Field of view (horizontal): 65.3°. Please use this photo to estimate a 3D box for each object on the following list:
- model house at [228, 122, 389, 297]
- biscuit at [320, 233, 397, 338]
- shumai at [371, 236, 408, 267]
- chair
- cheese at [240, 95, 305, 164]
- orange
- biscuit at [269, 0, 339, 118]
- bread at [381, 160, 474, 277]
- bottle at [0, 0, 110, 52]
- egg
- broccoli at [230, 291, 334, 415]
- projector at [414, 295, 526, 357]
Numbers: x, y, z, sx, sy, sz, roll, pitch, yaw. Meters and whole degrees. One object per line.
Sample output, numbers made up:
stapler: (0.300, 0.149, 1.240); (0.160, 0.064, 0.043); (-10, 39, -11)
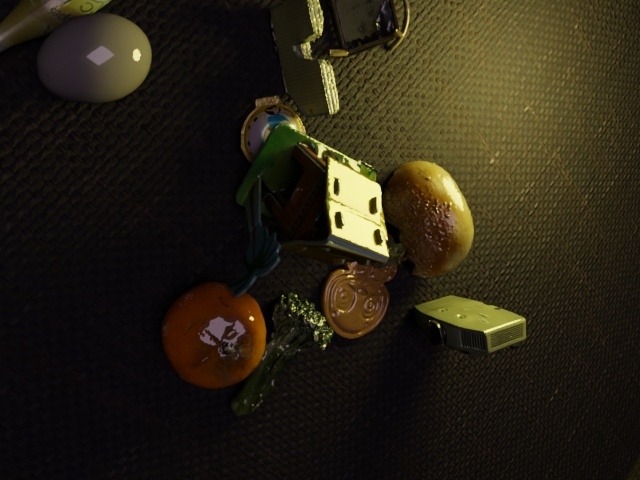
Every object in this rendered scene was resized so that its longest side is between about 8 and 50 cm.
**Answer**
model house: (0.000, 0.000, 1.033); (0.300, 0.324, 0.340); (21, 108, -35)
biscuit: (0.107, 0.108, 1.271); (0.202, 0.044, 0.289); (28, 85, -28)
shumai: (0.170, 0.032, 1.225); (0.082, 0.080, 0.083); (42, 73, -22)
chair: (0.099, -0.519, 1.126); (0.272, 0.166, 0.188); (-46, 123, -63)
cheese: (-0.099, -0.191, 1.110); (0.156, 0.064, 0.250); (-17, 116, -24)
orange: (-0.218, 0.197, 1.038); (0.223, 0.170, 0.224); (-3, 96, -28)
biscuit: (-0.034, -0.388, 1.069); (0.046, 0.147, 0.250); (-21, 106, -34)
bread: (0.281, -0.040, 1.255); (0.171, 0.192, 0.314); (-21, 106, -25)
bottle: (-0.479, -0.400, 0.873); (0.269, 0.083, 0.083); (-42, 113, -13)
egg: (-0.399, -0.320, 0.887); (0.198, 0.146, 0.147); (-27, 108, -22)
broccoli: (-0.101, 0.271, 1.143); (0.164, 0.145, 0.304); (35, 93, -23)
projector: (0.366, 0.221, 1.290); (0.193, 0.269, 0.088); (-11, 102, -26)
